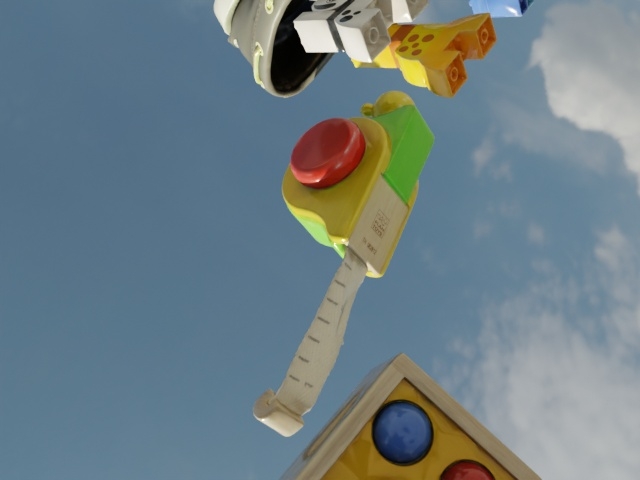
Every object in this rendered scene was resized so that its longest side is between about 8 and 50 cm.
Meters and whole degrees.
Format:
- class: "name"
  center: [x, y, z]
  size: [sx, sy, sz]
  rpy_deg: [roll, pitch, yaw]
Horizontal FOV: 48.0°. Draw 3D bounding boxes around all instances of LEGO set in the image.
- class: "LEGO set"
  center: [0.062, -0.152, 0.440]
  size: [0.227, 0.093, 0.087]
  rpy_deg: [-49, -48, -29]

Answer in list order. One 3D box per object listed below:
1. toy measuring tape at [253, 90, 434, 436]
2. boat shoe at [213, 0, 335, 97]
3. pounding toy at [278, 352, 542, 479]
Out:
- class: "toy measuring tape"
  center: [0.000, 0.000, 0.618]
  size: [0.121, 0.121, 0.330]
  rpy_deg: [33, -115, -17]
- class: "boat shoe"
  center: [0.011, -0.202, 0.502]
  size: [0.109, 0.305, 0.091]
  rpy_deg: [-23, -95, -28]
- class: "pounding toy"
  center: [0.047, 0.161, 0.408]
  size: [0.130, 0.100, 0.141]
  rpy_deg: [42, -111, 4]
